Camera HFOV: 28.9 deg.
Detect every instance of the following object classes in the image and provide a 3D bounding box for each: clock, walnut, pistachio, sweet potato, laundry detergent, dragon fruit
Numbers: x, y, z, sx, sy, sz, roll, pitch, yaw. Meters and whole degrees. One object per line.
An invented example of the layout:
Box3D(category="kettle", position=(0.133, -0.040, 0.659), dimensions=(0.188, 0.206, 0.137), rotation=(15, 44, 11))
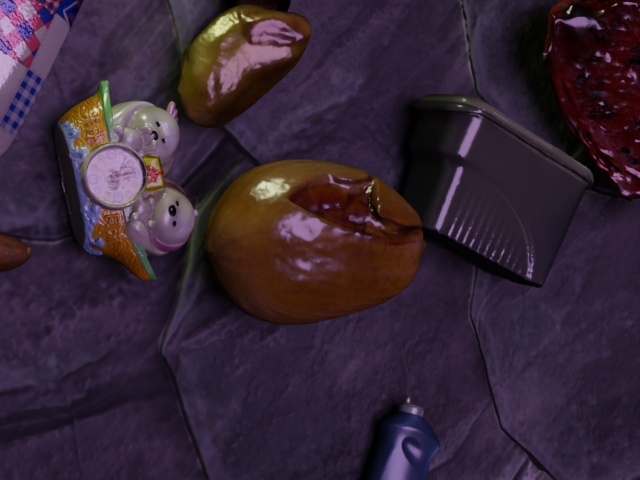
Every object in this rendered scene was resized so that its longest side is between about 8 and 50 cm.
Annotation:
Box3D(category="clock", position=(-0.214, -0.067, 1.399), dimensions=(0.144, 0.103, 0.231), rotation=(-12, 97, -23))
Box3D(category="walnut", position=(0.000, 0.000, 1.491), dimensions=(0.297, 0.203, 0.203), rotation=(3, 90, -34))
Box3D(category="pistachio", position=(-0.097, -0.211, 1.468), dimensions=(0.189, 0.110, 0.100), rotation=(-43, 83, -12))
Box3D(category="sweet potato", position=(-0.405, -0.003, 1.299), dimensions=(0.214, 0.050, 0.050), rotation=(17, 82, -39))
Box3D(category="laundry detergent", position=(0.103, 0.309, 1.636), dimensions=(0.096, 0.061, 0.206), rotation=(16, 82, -24))
Box3D(category="dragon fruit", position=(0.444, -0.223, 1.830), dimensions=(0.286, 0.228, 0.329), rotation=(-6, 117, -1))

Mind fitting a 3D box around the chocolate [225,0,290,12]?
Box3D(category="chocolate", position=(-0.083, -0.330, 1.475), dimensions=(0.080, 0.125, 0.149), rotation=(-7, 99, -16))

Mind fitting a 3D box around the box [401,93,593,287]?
Box3D(category="box", position=(0.224, -0.064, 1.664), dimensions=(0.274, 0.138, 0.178), rotation=(26, 82, -30))

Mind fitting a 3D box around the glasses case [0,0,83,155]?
Box3D(category="glasses case", position=(-0.336, -0.237, 1.331), dimensions=(0.125, 0.076, 0.328), rotation=(30, 76, -31))
